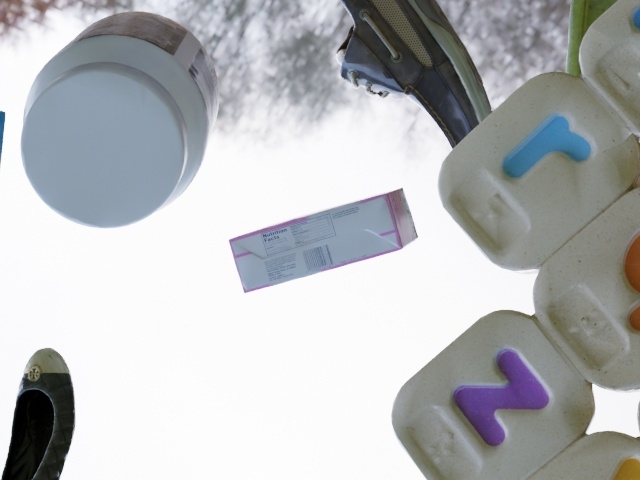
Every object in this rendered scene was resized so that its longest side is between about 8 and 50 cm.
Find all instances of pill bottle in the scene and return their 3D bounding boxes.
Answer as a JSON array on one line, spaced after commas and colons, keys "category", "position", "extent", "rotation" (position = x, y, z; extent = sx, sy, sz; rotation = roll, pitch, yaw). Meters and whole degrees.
[{"category": "pill bottle", "position": [-0.175, -0.110, 1.185], "extent": [0.162, 0.162, 0.278], "rotation": [28, -166, -8]}]

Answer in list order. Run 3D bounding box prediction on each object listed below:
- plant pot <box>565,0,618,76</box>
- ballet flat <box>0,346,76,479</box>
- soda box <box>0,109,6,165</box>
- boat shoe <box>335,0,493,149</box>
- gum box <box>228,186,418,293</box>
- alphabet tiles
[{"category": "plant pot", "position": [0.359, -0.144, 1.155], "extent": [0.254, 0.276, 0.276], "rotation": [3, -146, 19]}, {"category": "ballet flat", "position": [-0.234, 0.168, 1.074], "extent": [0.049, 0.057, 0.173], "rotation": [30, -121, -50]}, {"category": "soda box", "position": [-0.342, -0.026, 1.216], "extent": [0.071, 0.067, 0.210], "rotation": [22, -122, -41]}, {"category": "boat shoe", "position": [0.077, -0.217, 1.446], "extent": [0.355, 0.130, 0.132], "rotation": [62, -174, -4]}, {"category": "gum box", "position": [0.000, 0.000, 1.425], "extent": [0.107, 0.188, 0.062], "rotation": [-25, -81, -76]}, {"category": "alphabet tiles", "position": [0.172, 0.037, 0.449], "extent": [0.284, 0.278, 0.021], "rotation": [52, -167, 21]}]
